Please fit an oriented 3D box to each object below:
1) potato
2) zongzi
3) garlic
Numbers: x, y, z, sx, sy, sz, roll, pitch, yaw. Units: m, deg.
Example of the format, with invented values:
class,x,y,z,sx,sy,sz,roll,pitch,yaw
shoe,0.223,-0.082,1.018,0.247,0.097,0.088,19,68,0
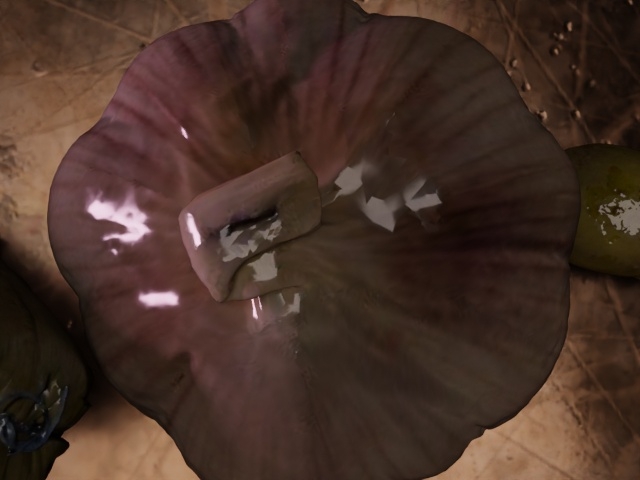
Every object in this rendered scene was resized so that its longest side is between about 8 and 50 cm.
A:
class,x,y,z,sx,sy,sz,roll,pitch,yaw
potato,0.211,-0.018,0.604,0.138,0.070,0.091,12,83,-1
zongzi,-0.254,0.128,0.498,0.125,0.251,0.274,33,88,-39
garlic,0.000,0.000,0.529,0.322,0.241,0.321,4,80,-23
